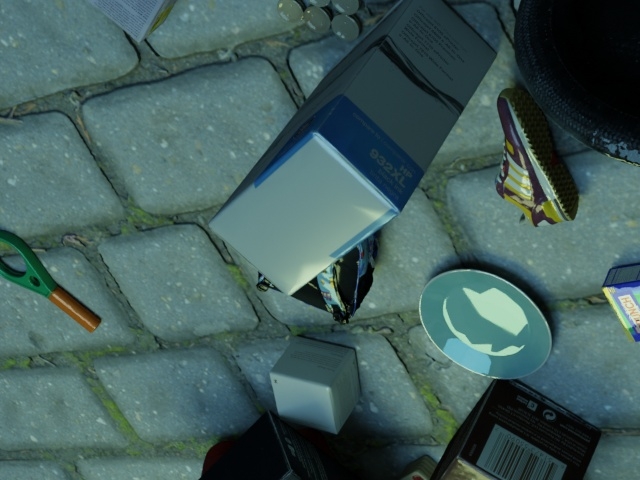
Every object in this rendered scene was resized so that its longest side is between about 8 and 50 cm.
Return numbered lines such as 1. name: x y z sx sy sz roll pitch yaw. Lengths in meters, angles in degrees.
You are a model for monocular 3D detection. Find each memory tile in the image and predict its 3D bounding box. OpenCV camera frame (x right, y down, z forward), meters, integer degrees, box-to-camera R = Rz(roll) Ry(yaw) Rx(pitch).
1. memory tile: -0.002 -0.309 1.625 0.113 0.012 0.148 19 135 19

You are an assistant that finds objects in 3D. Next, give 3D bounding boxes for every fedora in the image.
1. fedora: 0.364 -0.181 1.359 0.334 0.334 0.152 16 164 22

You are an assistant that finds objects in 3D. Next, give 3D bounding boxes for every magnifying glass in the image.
1. magnifying glass: -0.453 0.068 2.243 0.231 0.026 0.092 41 137 -2

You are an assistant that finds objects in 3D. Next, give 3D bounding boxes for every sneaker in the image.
1. sneaker: 0.232 -0.091 1.620 0.084 0.069 0.185 -13 118 34

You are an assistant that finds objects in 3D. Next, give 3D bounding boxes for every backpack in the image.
1. backpack: 0.000 0.000 1.816 0.158 0.117 0.173 21 136 16

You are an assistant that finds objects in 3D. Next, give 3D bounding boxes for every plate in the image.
1. plate: 0.221 0.107 1.835 0.188 0.024 0.188 18 133 20

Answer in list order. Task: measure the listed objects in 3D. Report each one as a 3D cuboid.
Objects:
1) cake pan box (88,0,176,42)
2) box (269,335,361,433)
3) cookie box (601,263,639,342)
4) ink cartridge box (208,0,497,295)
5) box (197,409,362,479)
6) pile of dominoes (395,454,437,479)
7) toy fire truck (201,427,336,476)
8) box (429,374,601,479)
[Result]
1. cake pan box: -0.263 -0.405 1.672 0.267 0.070 0.245 38 135 -1
2. box: -0.006 0.212 2.026 0.101 0.087 0.102 12 132 25
3. cookie box: 0.409 0.072 1.669 0.107 0.040 0.091 -12 120 40
4. ink cartridge box: 0.041 -0.114 1.550 0.129 0.307 0.223 42 137 -9
5. box: -0.070 0.492 2.074 0.343 0.179 0.312 -45 115 8
6. pile of dominoes: 0.222 0.433 2.108 0.251 0.040 0.196 43 137 -6
7. toy fire truck: -0.058 0.445 2.229 0.254 0.169 0.302 -16 119 20
8. box: 0.251 0.330 1.901 0.168 0.167 0.203 30 138 4
